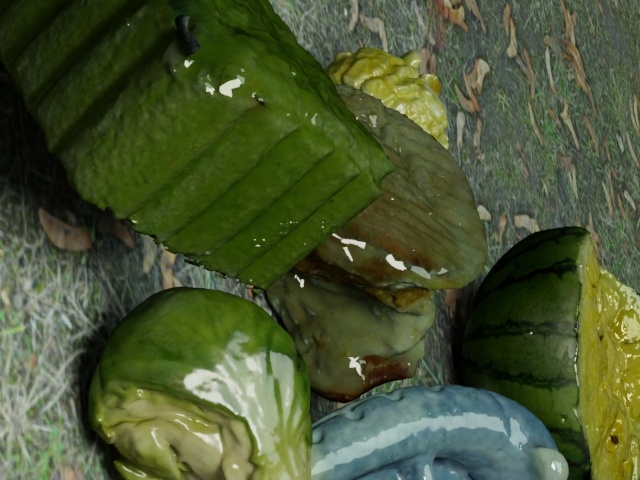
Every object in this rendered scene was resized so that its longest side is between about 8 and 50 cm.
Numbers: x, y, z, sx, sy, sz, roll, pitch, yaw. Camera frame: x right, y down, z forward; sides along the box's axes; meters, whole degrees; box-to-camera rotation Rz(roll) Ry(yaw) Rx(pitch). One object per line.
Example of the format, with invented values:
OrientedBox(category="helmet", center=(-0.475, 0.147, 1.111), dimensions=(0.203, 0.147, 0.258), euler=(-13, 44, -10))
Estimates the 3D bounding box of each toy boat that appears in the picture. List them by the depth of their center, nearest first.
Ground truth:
OrientedBox(category="toy boat", center=(0.093, 0.230, 1.479), dimensions=(0.330, 0.123, 0.215), euler=(-8, 83, -41))

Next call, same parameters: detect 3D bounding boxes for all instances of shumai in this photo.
OrientedBox(category="shumai", center=(0.000, 0.000, 1.532), dimensions=(0.222, 0.203, 0.271), euler=(-7, 56, -38))

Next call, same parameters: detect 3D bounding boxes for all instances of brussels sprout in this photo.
OrientedBox(category="brussels sprout", center=(-0.076, 0.115, 1.262), dimensions=(0.183, 0.131, 0.145), euler=(42, 40, -17))

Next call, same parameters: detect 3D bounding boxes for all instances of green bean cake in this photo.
OrientedBox(category="green bean cake", center=(-0.097, -0.112, 1.228), dimensions=(0.247, 0.156, 0.250), euler=(31, 22, -52))

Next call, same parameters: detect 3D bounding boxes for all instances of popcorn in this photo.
OrientedBox(category="popcorn", center=(0.057, -0.124, 1.679), dimensions=(0.162, 0.141, 0.135), euler=(-44, 130, -16))

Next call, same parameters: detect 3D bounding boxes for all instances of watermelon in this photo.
OrientedBox(category="watermelon", center=(0.245, 0.145, 1.885), dimensions=(0.331, 0.189, 0.330), euler=(8, 80, -61))
